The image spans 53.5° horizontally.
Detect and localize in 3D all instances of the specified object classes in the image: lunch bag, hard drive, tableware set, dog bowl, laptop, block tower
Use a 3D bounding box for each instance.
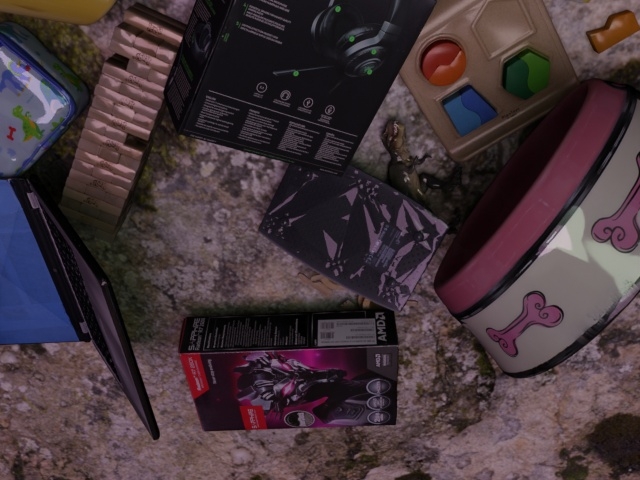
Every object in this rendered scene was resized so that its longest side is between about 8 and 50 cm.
[{"bbox_3d":[-0.463,-0.191,0.912,0.219,0.090,0.176,-38,110,19],"label":"lunch bag"},{"bbox_3d":[0.049,-0.021,0.966,0.254,0.054,0.172,29,107,7],"label":"hard drive"},{"bbox_3d":[0.073,0.079,1.068,0.128,0.039,0.194,-41,122,21],"label":"tableware set"},{"bbox_3d":[0.304,-0.030,0.832,0.150,0.408,0.408,35,116,4],"label":"dog bowl"},{"bbox_3d":[-0.466,0.118,0.959,0.236,0.408,0.382,-28,141,-26],"label":"laptop"},{"bbox_3d":[-0.288,-0.162,0.923,0.097,0.091,0.336,22,117,-11],"label":"block tower"}]

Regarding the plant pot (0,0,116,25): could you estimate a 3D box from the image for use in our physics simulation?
[{"bbox_3d":[-0.352,-0.362,0.708,0.238,0.254,0.254,11,127,-48],"label":"plant pot"}]

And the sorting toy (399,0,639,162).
[{"bbox_3d":[0.271,-0.269,0.882,0.307,0.041,0.229,-30,115,17],"label":"sorting toy"}]

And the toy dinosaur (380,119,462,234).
[{"bbox_3d":[0.158,-0.062,0.985,0.118,0.064,0.268,2,115,20],"label":"toy dinosaur"}]

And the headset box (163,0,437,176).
[{"bbox_3d":[-0.030,-0.252,0.799,0.246,0.131,0.283,10,123,-31],"label":"headset box"}]

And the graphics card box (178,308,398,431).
[{"bbox_3d":[-0.048,0.235,1.130,0.370,0.094,0.233,-3,130,1],"label":"graphics card box"}]
